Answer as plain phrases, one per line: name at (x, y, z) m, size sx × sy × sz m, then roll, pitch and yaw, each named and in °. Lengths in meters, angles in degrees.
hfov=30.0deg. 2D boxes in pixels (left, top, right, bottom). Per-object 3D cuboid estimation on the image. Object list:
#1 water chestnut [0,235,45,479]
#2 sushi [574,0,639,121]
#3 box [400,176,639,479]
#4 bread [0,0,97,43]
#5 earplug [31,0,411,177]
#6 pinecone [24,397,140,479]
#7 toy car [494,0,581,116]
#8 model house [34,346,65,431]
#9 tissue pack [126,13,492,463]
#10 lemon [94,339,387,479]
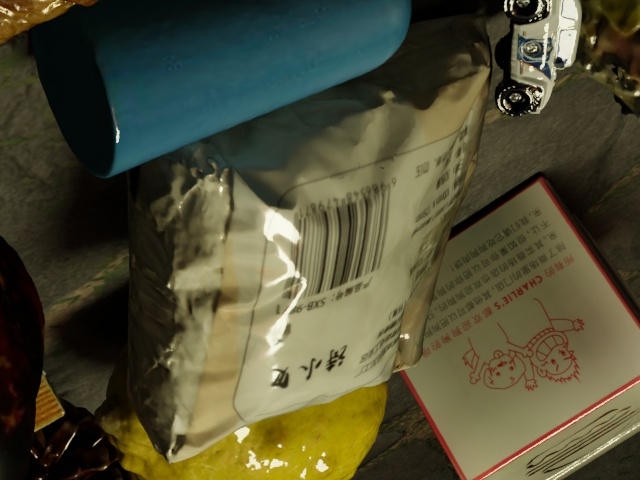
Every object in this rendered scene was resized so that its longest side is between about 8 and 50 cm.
water chestnut at (-0.341, 0.101, 0.893) m, size 0.244 × 0.289 × 0.289 m, roll 33°, pitch 121°, yaw -27°
sushi at (0.359, -0.215, 1.079) m, size 0.238 × 0.225 × 0.218 m, roll -16°, pitch -176°, yaw 35°
box at (0.281, 0.145, 1.616) m, size 0.314 × 0.312 × 0.300 m, roll -34°, pitch 155°, yaw 11°
bread at (-0.165, -0.189, 0.698) m, size 0.233 × 0.076 × 0.105 m, roll -34°, pitch 146°, yaw 31°
earplug at (-0.054, -0.148, 0.860) m, size 0.273 × 0.132 × 0.132 m, roll -21°, pitch 156°, yaw -26°
pinecone at (-0.315, 0.285, 1.311) m, size 0.246 × 0.246 × 0.292 m, roll -19°, pitch 156°, yaw -23°
toy car at (0.189, -0.192, 1.037) m, size 0.070 × 0.080 × 0.171 m, roll 3°, pitch 135°, yaw 6°
model house at (-0.313, 0.143, 1.192) m, size 0.087 × 0.100 × 0.101 m, roll -26°, pitch 157°, yaw -6°
tissue pack at (0.000, 0.000, 1.067) m, size 0.375 × 0.195 × 0.390 m, roll -17°, pitch 129°, yaw -38°
lemon at (-0.078, 0.163, 1.311) m, size 0.285 × 0.285 × 0.316 m, roll -35°, pitch 134°, yaw 15°
